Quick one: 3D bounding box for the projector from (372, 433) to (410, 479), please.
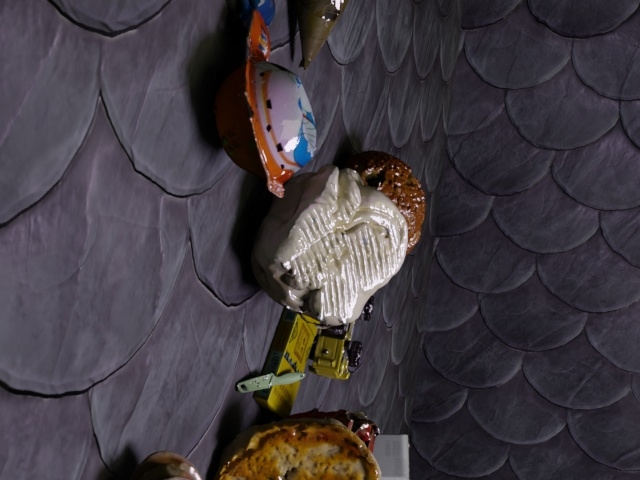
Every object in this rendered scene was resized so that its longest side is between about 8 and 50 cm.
[{"bbox_3d":[0.142,0.666,2.106,0.177,0.242,0.163,-85,171,-53],"label":"projector"}]

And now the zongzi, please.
[{"bbox_3d":[0.023,-0.499,1.341,0.260,0.123,0.289,-66,167,-45],"label":"zongzi"}]

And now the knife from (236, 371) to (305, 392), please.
[{"bbox_3d":[-0.094,0.274,1.426,0.207,0.014,0.030,2,90,-54],"label":"knife"}]

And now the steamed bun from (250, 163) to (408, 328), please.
[{"bbox_3d":[0.000,0.000,1.350,0.268,0.207,0.280,37,85,-35],"label":"steamed bun"}]

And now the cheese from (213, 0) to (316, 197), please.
[{"bbox_3d":[-0.087,-0.229,1.110,0.217,0.129,0.329,37,46,-76],"label":"cheese"}]

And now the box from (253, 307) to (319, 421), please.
[{"bbox_3d":[-0.064,0.235,1.555,0.153,0.041,0.279,67,37,-57],"label":"box"}]

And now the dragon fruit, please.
[{"bbox_3d":[-0.005,0.463,1.483,0.299,0.244,0.244,-41,157,0],"label":"dragon fruit"}]

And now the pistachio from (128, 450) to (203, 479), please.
[{"bbox_3d":[-0.215,0.404,1.022,0.144,0.144,0.215,-41,140,-63],"label":"pistachio"}]

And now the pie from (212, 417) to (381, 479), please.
[{"bbox_3d":[-0.041,0.465,1.320,0.092,0.315,0.315,173,-73,-87],"label":"pie"}]

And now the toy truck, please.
[{"bbox_3d":[0.048,0.183,1.708,0.111,0.136,0.286,65,36,-65],"label":"toy truck"}]

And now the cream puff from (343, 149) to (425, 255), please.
[{"bbox_3d":[0.151,-0.074,1.767,0.303,0.212,0.303,3,90,-77],"label":"cream puff"}]
